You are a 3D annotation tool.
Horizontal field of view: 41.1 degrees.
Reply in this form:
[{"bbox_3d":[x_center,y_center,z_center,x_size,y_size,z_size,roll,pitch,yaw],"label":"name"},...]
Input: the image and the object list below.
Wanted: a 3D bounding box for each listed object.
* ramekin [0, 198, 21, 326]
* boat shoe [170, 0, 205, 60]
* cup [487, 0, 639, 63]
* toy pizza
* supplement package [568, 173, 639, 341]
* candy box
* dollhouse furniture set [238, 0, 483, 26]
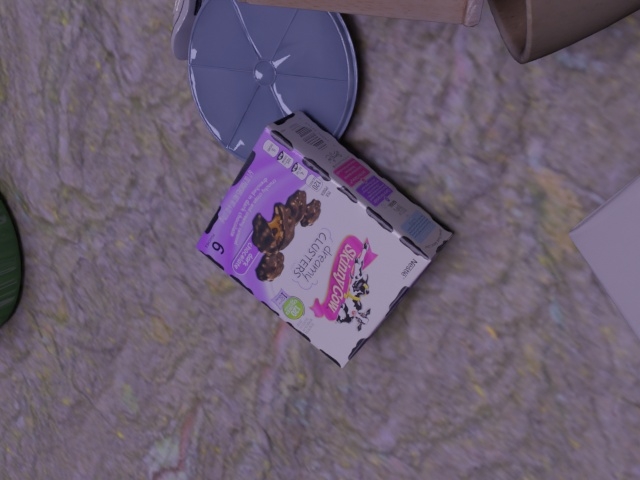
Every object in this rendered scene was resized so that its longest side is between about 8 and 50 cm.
[{"bbox_3d":[-0.552,0.022,1.163,0.303,0.148,0.304,10,109,30],"label":"ramekin"},{"bbox_3d":[-0.140,-0.241,0.901,0.035,0.035,0.100,49,132,44],"label":"boat shoe"},{"bbox_3d":[0.198,-0.303,0.525,0.236,0.331,0.331,-15,96,10],"label":"cup"},{"bbox_3d":[-0.048,-0.170,0.859,0.201,0.032,0.201,10,111,28],"label":"toy pizza"},{"bbox_3d":[0.337,0.062,0.544,0.175,0.177,0.293,-46,58,33],"label":"supplement package"},{"bbox_3d":[0.000,0.000,0.835,0.196,0.070,0.165,39,123,7],"label":"candy box"},{"bbox_3d":[0.045,-0.345,0.575,0.173,0.303,0.356,5,118,-3],"label":"dollhouse furniture set"}]
